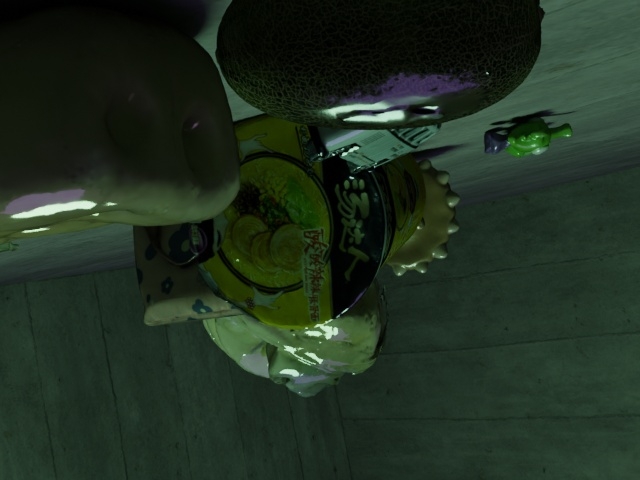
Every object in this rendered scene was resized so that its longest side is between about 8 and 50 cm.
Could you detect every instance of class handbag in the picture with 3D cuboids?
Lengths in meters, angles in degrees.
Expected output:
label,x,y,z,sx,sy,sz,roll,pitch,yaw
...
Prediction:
label,x,y,z,sx,sy,sz,roll,pitch,yaw
handbag,-0.118,0.005,1.279,0.251,0.193,0.190,-11,179,36

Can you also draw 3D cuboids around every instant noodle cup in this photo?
label,x,y,z,sx,sy,sz,roll,pitch,yaw
instant noodle cup,0.006,-0.033,1.011,0.215,0.215,0.236,-11,-176,25

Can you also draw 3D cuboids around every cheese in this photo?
label,x,y,z,sx,sy,sz,roll,pitch,yaw
cheese,-0.160,-0.056,0.551,0.218,0.117,0.235,-9,179,2

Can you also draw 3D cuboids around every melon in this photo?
label,x,y,z,sx,sy,sz,roll,pitch,yaw
melon,0.028,-0.102,0.473,0.162,0.099,0.099,-5,178,8

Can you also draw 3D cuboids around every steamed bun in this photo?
label,x,y,z,sx,sy,sz,roll,pitch,yaw
steamed bun,-0.042,0.138,1.489,0.280,0.207,0.268,-6,154,17

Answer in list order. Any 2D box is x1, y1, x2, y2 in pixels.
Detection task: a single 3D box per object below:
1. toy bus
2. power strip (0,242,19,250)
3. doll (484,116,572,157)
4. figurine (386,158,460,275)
label,x,y,z,sx,sy,sz,roll,pitch,yaw
toy bus,0.036,-0.103,0.689,0.089,0.087,0.194,-21,174,14
power strip,-0.571,0.016,1.344,0.286,0.048,0.080,-9,180,-27
doll,0.283,-0.138,1.318,0.115,0.050,0.190,-3,180,4
figurine,0.123,-0.039,1.424,0.173,0.177,0.247,9,170,-1
